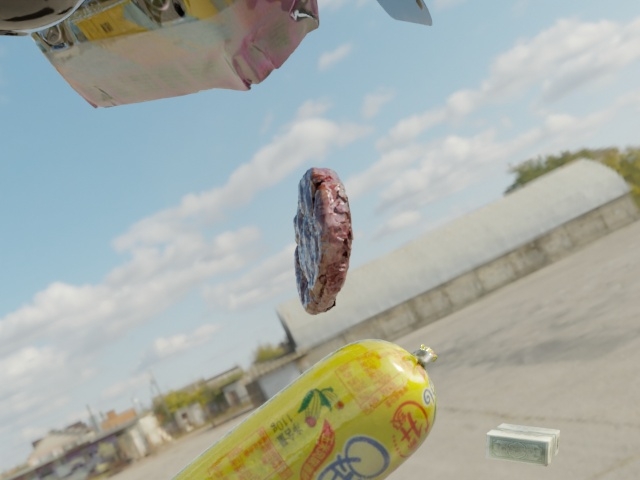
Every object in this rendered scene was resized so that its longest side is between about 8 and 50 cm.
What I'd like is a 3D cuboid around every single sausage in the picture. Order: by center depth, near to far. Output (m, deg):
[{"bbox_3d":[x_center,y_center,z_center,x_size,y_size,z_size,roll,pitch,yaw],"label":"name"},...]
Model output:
[{"bbox_3d":[-0.031,0.211,0.872,0.347,0.123,0.123,-39,-7,0],"label":"sausage"}]

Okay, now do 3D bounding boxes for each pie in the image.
[{"bbox_3d":[0.000,0.000,0.969,0.038,0.153,0.153,-1,-13,-12],"label":"pie"}]

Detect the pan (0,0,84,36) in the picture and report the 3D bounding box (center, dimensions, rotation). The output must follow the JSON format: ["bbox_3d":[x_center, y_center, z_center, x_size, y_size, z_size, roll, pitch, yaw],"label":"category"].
[{"bbox_3d":[-0.210,-0.133,0.450,0.202,0.048,0.128,13,12,5],"label":"pan"}]

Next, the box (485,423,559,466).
[{"bbox_3d":[0.177,0.177,0.827,0.054,0.024,0.083,5,-2,20],"label":"box"}]

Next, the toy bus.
[{"bbox_3d":[-0.162,-0.256,1.072,0.386,0.162,0.171,2,47,48],"label":"toy bus"}]

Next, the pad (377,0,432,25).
[{"bbox_3d":[-0.001,-0.377,0.887,0.063,0.375,0.315,-35,17,2],"label":"pad"}]
